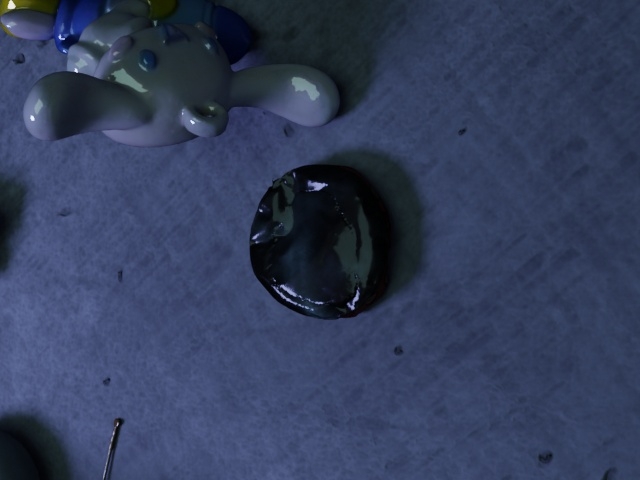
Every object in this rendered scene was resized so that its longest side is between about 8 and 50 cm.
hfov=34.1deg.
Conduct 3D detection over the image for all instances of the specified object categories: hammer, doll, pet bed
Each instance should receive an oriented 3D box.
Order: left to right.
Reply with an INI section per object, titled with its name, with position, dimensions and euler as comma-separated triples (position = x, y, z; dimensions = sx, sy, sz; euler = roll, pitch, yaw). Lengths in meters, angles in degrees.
[hammer]
position = -0.295, 0.307, 1.449
dimensions = 0.029, 0.014, 0.123
euler = 15, 93, 18
[doll]
position = -0.212, -0.239, 1.283
dimensions = 0.365, 0.376, 0.187
euler = 49, 117, 40
[pet bed]
position = 0.000, 0.000, 1.282
dimensions = 0.201, 0.053, 0.201
euler = 0, 89, 26

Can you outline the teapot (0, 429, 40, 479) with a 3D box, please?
[teapot]
position = -0.496, 0.363, 1.484
dimensions = 0.294, 0.129, 0.193
euler = 36, 105, 24
